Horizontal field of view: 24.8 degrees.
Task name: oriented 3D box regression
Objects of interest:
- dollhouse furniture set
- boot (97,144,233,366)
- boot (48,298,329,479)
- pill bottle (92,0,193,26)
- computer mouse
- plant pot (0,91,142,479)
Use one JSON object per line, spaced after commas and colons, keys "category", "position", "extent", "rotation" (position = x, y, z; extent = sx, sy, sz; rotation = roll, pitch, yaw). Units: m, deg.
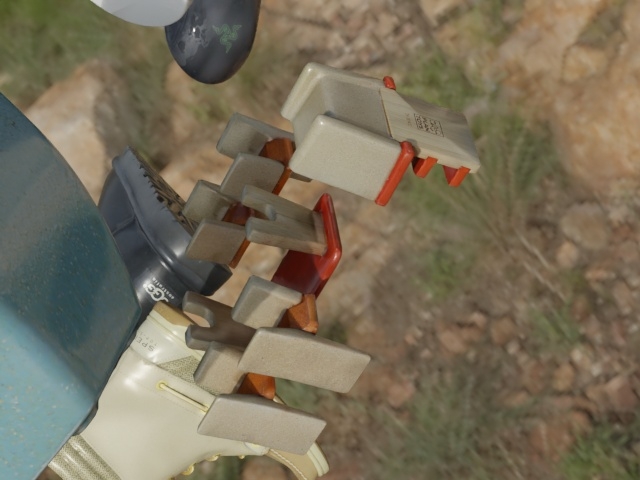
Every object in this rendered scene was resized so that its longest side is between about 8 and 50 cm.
{"category": "dollhouse furniture set", "position": [0.000, 0.000, 1.140], "extent": [0.259, 0.135, 0.262], "rotation": [-59, 26, 33]}
{"category": "boot", "position": [-0.326, 0.106, 1.665], "extent": [0.445, 0.146, 0.367], "rotation": [-43, 18, 2]}
{"category": "boot", "position": [-0.130, 0.209, 1.424], "extent": [0.203, 0.262, 0.095], "rotation": [-49, 33, -8]}
{"category": "pill bottle", "position": [-0.095, -0.341, 1.258], "extent": [0.181, 0.181, 0.323], "rotation": [0, 51, 40]}
{"category": "computer mouse", "position": [-0.135, -0.334, 1.841], "extent": [0.072, 0.188, 0.272], "rotation": [-19, 68, 51]}
{"category": "plant pot", "position": [-0.253, 0.045, 0.852], "extent": [0.248, 0.252, 0.247], "rotation": [-50, 8, 19]}
